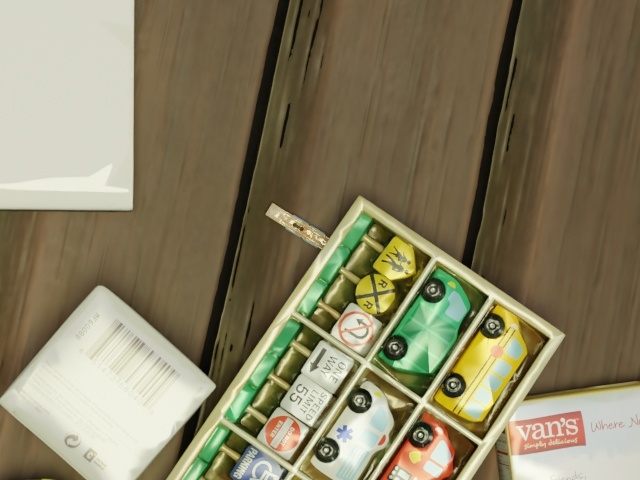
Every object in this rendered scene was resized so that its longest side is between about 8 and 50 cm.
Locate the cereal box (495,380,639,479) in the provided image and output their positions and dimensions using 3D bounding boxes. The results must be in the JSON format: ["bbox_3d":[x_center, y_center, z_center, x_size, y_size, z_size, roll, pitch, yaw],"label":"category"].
[{"bbox_3d":[0.218,0.218,1.046,0.173,0.047,0.240,-6,86,-7],"label":"cereal box"}]

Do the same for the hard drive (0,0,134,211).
[{"bbox_3d":[-0.284,-0.125,1.006,0.318,0.040,0.210,0,87,-7],"label":"hard drive"}]

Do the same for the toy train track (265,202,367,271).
[{"bbox_3d":[0.000,0.000,1.050,0.083,0.014,0.048,32,91,1],"label":"toy train track"}]

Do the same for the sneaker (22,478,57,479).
[{"bbox_3d":[-0.215,0.271,0.982,0.126,0.091,0.240,3,87,11],"label":"sneaker"}]

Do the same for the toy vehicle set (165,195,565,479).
[{"bbox_3d":[0.020,0.126,1.009,0.166,0.035,0.267,33,87,7],"label":"toy vehicle set"}]

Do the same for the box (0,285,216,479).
[{"bbox_3d":[-0.138,0.098,0.988,0.101,0.087,0.102,42,83,-3],"label":"box"}]
